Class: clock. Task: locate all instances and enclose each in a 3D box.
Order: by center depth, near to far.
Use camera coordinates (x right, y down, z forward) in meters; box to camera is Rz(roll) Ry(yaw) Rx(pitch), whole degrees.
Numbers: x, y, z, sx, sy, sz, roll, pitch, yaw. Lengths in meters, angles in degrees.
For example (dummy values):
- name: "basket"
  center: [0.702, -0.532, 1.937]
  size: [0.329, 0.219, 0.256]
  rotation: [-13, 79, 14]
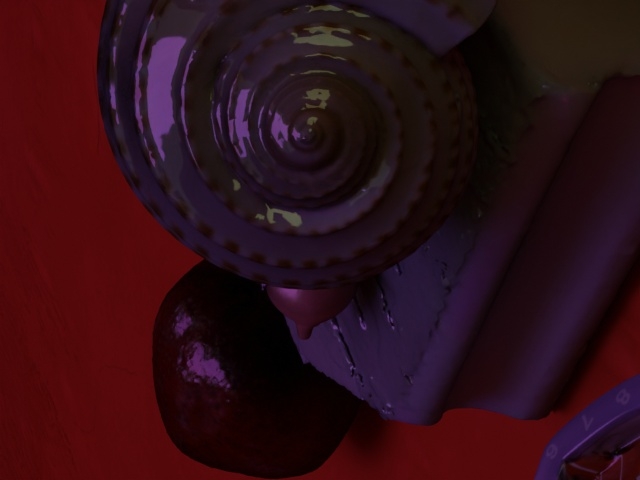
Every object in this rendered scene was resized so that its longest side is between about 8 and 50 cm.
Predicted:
- name: "clock"
  center: [0.200, 0.173, 1.040]
  size: [0.198, 0.064, 0.172]
  rotation: [-58, 20, 3]

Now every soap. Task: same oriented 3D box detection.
- name: "soap"
  center: [0.100, -0.040, 1.154]
  size: [0.446, 0.156, 0.261]
  rotation: [108, 146, -48]

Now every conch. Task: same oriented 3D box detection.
- name: "conch"
  center: [-0.026, -0.137, 0.963]
  size: [0.319, 0.215, 0.303]
  rotation: [45, 125, 57]

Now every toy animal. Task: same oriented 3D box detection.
- name: "toy animal"
  center: [-0.007, 0.001, 1.113]
  size: [0.083, 0.089, 0.150]
  rotation: [44, 146, 52]

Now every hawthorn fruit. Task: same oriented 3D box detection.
- name: "hawthorn fruit"
  center: [-0.060, 0.126, 1.536]
  size: [0.250, 0.215, 0.215]
  rotation: [97, 153, -43]
